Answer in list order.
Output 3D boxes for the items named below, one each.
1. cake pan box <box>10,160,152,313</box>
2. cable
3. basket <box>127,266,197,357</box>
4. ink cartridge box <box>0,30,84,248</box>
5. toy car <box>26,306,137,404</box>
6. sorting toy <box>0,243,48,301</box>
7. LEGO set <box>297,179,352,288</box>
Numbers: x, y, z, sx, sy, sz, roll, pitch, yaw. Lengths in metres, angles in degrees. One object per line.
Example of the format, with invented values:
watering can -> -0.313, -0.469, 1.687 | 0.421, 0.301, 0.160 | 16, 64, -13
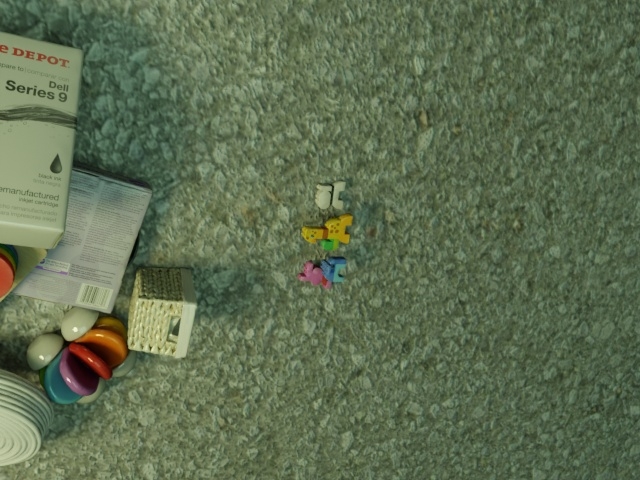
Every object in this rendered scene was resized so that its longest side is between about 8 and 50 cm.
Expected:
cake pan box -> -0.445, -0.016, 1.223 | 0.267, 0.070, 0.245 | 15, 107, -24
cable -> -0.597, 0.303, 1.220 | 0.257, 0.089, 0.257 | 8, 136, -11
basket -> -0.288, 0.123, 1.280 | 0.103, 0.167, 0.113 | 9, 107, -18
ink cartridge box -> -0.470, -0.150, 1.024 | 0.211, 0.121, 0.289 | 8, 73, -26
toy car -> -0.427, 0.222, 1.282 | 0.182, 0.136, 0.159 | -39, 118, -2
sorting toy -> -0.610, 0.040, 1.094 | 0.255, 0.089, 0.257 | -43, 120, 8
LEGO set -> 0.000, 0.000, 1.382 | 0.093, 0.087, 0.227 | 0, 109, -21
